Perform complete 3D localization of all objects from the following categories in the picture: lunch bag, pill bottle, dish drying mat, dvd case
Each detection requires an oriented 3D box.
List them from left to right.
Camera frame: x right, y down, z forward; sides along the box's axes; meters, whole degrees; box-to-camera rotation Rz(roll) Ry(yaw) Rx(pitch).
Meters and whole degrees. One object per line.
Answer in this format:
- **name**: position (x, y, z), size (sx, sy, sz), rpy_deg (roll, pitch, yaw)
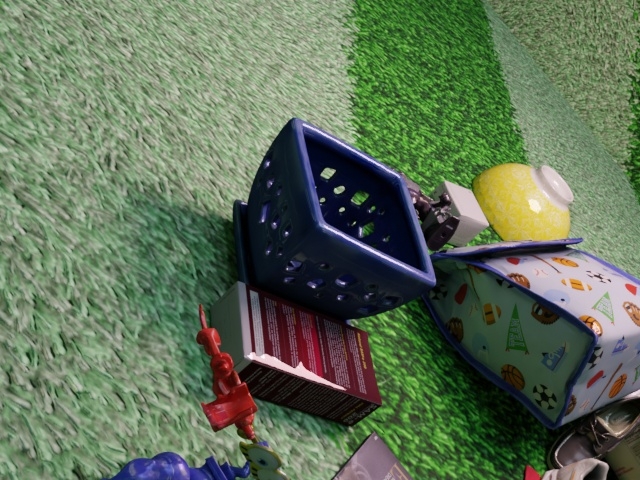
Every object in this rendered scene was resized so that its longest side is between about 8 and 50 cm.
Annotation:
- **dvd case**: position (0.108, 0.382, 1.117), size (0.221, 0.018, 0.164), rpy_deg (51, 30, 6)
- **dish drying mat**: position (0.354, 0.416, 1.398), size (0.032, 0.008, 0.083), rpy_deg (43, 31, -7)
- **lunch bag**: position (0.405, 0.120, 1.543), size (0.328, 0.239, 0.385), rpy_deg (-5, 30, -42)
- **pill bottle**: position (0.634, 0.404, 1.614), size (0.160, 0.160, 0.283), rpy_deg (-1, 55, -52)

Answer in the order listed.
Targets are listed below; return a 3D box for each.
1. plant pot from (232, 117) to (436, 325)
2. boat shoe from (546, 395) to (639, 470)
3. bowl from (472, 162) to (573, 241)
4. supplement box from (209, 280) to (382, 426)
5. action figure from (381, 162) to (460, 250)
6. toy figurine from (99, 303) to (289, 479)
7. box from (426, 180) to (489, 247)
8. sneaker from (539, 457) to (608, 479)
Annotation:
- **plant pot**: position (0.000, 0.000, 1.235), size (0.236, 0.212, 0.236), rpy_deg (24, 37, -33)
- **boat shoe**: position (0.502, 0.345, 1.501), size (0.223, 0.073, 0.080), rpy_deg (-27, 59, -22)
- **bowl**: position (0.534, -0.097, 2.079), size (0.289, 0.156, 0.289), rpy_deg (31, 34, -24)
- **supplement box**: position (-0.033, 0.159, 1.145), size (0.239, 0.073, 0.130), rpy_deg (25, 38, -32)
- **action figure**: position (0.180, -0.075, 1.636), size (0.185, 0.099, 0.285), rpy_deg (16, 24, -15)
- **toy figurine**: position (-0.146, 0.265, 0.833), size (0.191, 0.217, 0.362), rpy_deg (55, -16, 41)
- **box**: position (0.285, -0.056, 1.782), size (0.102, 0.087, 0.101), rpy_deg (16, 42, -42)
- **sneaker**: position (0.427, 0.456, 1.329), size (0.099, 0.121, 0.262), rpy_deg (34, 33, -20)
